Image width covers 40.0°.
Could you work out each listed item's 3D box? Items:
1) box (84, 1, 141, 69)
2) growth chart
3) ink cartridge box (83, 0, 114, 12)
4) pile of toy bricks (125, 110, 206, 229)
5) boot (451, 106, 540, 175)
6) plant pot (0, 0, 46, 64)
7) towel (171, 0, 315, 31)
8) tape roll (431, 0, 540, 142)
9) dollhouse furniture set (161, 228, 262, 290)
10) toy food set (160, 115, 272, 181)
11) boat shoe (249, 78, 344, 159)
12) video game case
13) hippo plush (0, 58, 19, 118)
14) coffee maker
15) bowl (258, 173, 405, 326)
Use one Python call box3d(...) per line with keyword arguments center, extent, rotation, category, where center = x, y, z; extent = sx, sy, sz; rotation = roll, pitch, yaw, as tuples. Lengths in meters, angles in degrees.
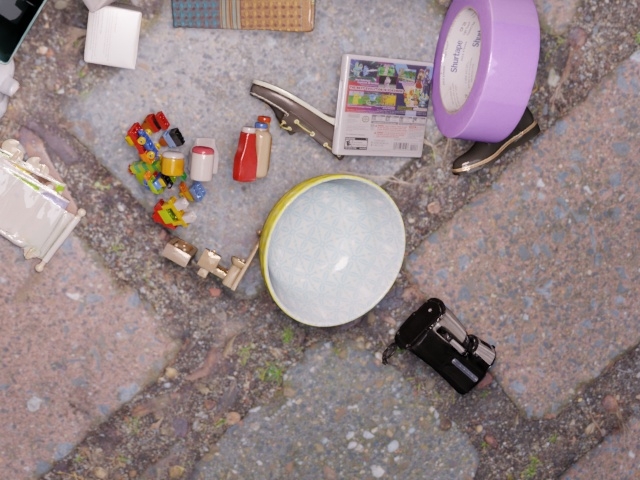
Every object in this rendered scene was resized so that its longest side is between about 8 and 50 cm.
box3d(center=(-0.356, -0.356, 1.513), extent=(0.087, 0.101, 0.102), rotation=(6, 107, -14), category="box")
box3d(center=(-0.550, -0.074, 1.604), extent=(0.172, 0.021, 0.237), rotation=(-46, 110, 4), category="growth chart")
box3d(center=(-0.330, -0.591, 1.320), extent=(0.285, 0.166, 0.395), rotation=(-40, 102, -29), category="ink cartridge box")
box3d(center=(-0.304, -0.129, 1.609), extent=(0.105, 0.118, 0.212), rotation=(-9, 126, 28), category="pile of toy bricks")
box3d(center=(0.318, -0.226, 1.718), extent=(0.197, 0.077, 0.137), rotation=(-33, 107, -14), category="boot")
box3d(center=(-0.516, -0.402, 1.394), extent=(0.165, 0.234, 0.166), rotation=(31, 98, -19), category="plant pot")
box3d(center=(-0.134, -0.545, 1.482), extent=(0.271, 0.040, 0.370), rotation=(6, 110, 15), category="towel")
box3d(center=(0.288, -0.315, 1.568), extent=(0.090, 0.275, 0.275), rotation=(5, 106, -12), category="tape roll")
box3d(center=(-0.194, 0.001, 1.653), extent=(0.151, 0.144, 0.123), rotation=(29, 95, -4), category="dollhouse furniture set")
box3d(center=(-0.167, -0.167, 1.569), extent=(0.232, 0.111, 0.105), rotation=(-4, 108, -38), category="toy food set")
box3d(center=(-0.037, -0.224, 1.632), extent=(0.227, 0.081, 0.069), rotation=(26, 97, -21), category="boat shoe")
box3d(center=(0.118, -0.250, 1.650), extent=(0.201, 0.023, 0.184), rotation=(-1, 105, -32), category="video game case")
box3d(center=(-0.633, -0.282, 1.434), extent=(0.236, 0.294, 0.234), rotation=(-23, 68, -29), category="hippo plush")
box3d(center=(0.249, 0.233, 1.832), extent=(0.171, 0.120, 0.178), rotation=(-38, 111, 27), category="coffee maker")
box3d(center=(0.000, 0.000, 1.660), extent=(0.289, 0.156, 0.290), rotation=(-9, 111, -23), category="bowl")
